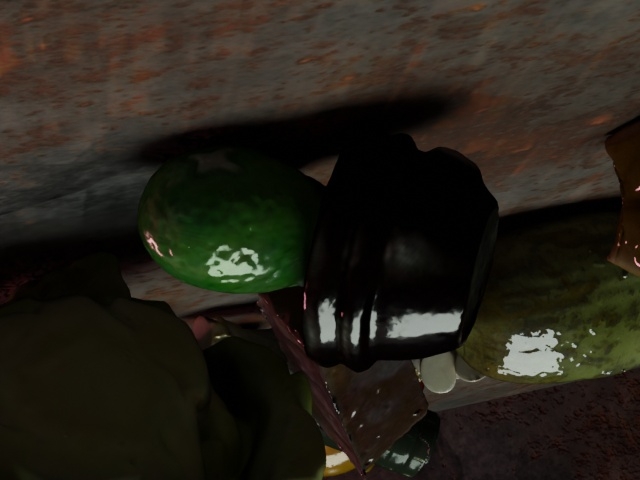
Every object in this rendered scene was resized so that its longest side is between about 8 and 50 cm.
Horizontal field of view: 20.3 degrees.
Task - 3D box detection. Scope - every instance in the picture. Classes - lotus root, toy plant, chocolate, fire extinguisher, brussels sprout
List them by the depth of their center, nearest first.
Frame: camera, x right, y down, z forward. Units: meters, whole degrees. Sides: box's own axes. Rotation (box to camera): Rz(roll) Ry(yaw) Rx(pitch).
[{"bbox_3d":[0.000,0.000,1.267,0.235,0.175,0.218,11,180,11],"label":"toy plant"},{"bbox_3d":[-0.226,0.233,1.508,0.342,0.425,0.361,-56,167,-42],"label":"brussels sprout"},{"bbox_3d":[0.237,0.063,1.821,0.309,0.173,0.173,-11,169,-20],"label":"lotus root"},{"bbox_3d":[0.033,0.123,1.824,0.112,0.112,0.321,-37,151,-10],"label":"chocolate"},{"bbox_3d":[-0.006,0.220,2.339,0.311,0.114,0.095,24,-163,-9],"label":"fire extinguisher"}]

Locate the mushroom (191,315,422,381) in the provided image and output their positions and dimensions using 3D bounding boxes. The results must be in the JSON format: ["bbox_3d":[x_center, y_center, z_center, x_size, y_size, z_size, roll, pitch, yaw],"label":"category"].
[{"bbox_3d":[-0.005,0.130,2.027,0.351,0.122,0.095,2,142,-49],"label":"mushroom"}]

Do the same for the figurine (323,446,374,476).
[{"bbox_3d":[-0.020,0.263,2.462,0.228,0.215,0.215,-9,171,14],"label":"figurine"}]

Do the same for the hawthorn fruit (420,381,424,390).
[{"bbox_3d":[0.068,0.161,2.233,0.172,0.148,0.148,-38,156,34],"label":"hawthorn fruit"}]

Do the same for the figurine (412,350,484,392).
[{"bbox_3d":[0.145,0.094,2.004,0.182,0.144,0.257,-16,174,4],"label":"figurine"}]

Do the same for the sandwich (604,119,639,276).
[{"bbox_3d":[0.345,-0.070,1.453,0.155,0.227,0.198,-8,-156,-32],"label":"sandwich"}]

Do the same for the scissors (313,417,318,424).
[{"bbox_3d":[-0.063,0.215,1.980,0.212,0.021,0.110,-17,-175,-15],"label":"scissors"}]
